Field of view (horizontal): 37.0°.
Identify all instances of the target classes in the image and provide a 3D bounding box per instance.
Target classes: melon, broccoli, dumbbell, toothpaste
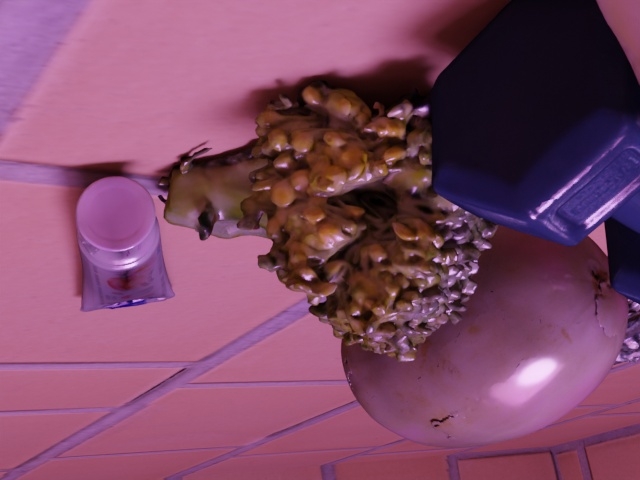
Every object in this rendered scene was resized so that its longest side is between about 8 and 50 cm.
[{"bbox_3d":[0.155,0.092,0.960,0.223,0.223,0.317,7,153,-38],"label":"melon"},{"bbox_3d":[0.013,0.010,0.722,0.273,0.180,0.242,-11,155,3],"label":"broccoli"},{"bbox_3d":[0.215,-0.042,0.661,0.144,0.156,0.316,-17,152,40],"label":"dumbbell"},{"bbox_3d":[-0.178,0.024,0.865,0.100,0.066,0.323,-10,166,-13],"label":"toothpaste"}]

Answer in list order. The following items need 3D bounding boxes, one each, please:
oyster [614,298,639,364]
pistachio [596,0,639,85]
[{"bbox_3d":[0.351,0.109,1.240,0.351,0.158,0.162,-2,-162,18],"label":"oyster"},{"bbox_3d":[0.291,-0.127,0.374,0.365,0.281,0.445,11,147,1],"label":"pistachio"}]
